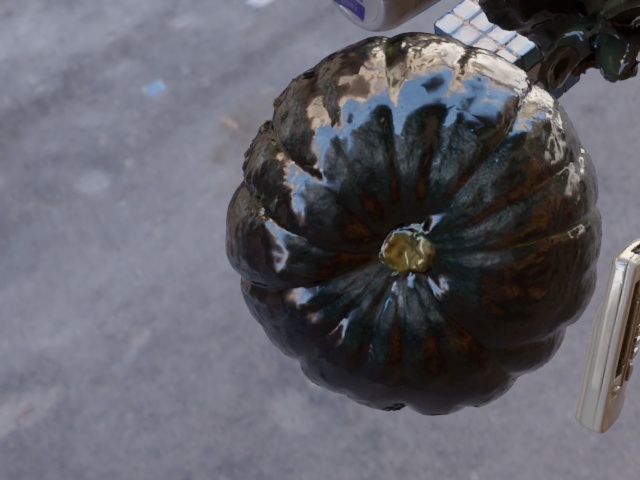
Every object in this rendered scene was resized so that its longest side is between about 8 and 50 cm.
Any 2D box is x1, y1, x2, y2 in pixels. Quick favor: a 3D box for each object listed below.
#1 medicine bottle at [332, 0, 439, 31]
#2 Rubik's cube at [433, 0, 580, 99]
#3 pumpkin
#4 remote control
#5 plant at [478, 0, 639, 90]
[{"bbox_3d":[0.107,-0.308,1.548,0.215,0.135,0.135,-34,37,-19],"label":"medicine bottle"},{"bbox_3d":[0.280,-0.281,2.369,0.154,0.151,0.155,-40,57,-16],"label":"Rubik's cube"},{"bbox_3d":[0.053,-0.009,0.909,0.220,0.220,0.162,-15,9,10],"label":"pumpkin"},{"bbox_3d":[0.341,0.111,1.839,0.049,0.230,0.090,20,25,25],"label":"remote control"},{"bbox_3d":[0.291,-0.282,1.682,0.215,0.213,0.312,-46,47,30],"label":"plant"}]
